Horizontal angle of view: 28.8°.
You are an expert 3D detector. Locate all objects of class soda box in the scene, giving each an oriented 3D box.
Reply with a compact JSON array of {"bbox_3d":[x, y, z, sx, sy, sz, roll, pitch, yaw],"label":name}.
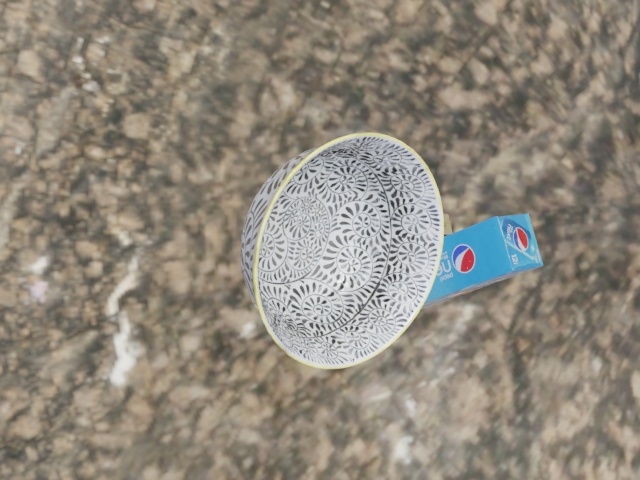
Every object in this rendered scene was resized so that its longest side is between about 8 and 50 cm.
[{"bbox_3d":[0.170,0.031,1.563,0.210,0.067,0.071,-24,78,43],"label":"soda box"}]

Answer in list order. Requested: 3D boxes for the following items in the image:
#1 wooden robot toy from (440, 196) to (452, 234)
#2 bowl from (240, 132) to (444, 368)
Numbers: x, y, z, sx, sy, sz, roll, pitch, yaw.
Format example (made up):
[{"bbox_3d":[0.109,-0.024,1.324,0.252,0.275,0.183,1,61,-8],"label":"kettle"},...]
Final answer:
[{"bbox_3d":[0.089,-0.039,1.657,0.079,0.173,0.076,-32,38,48],"label":"wooden robot toy"},{"bbox_3d":[0.000,0.000,0.892,0.080,0.170,0.170,20,97,48],"label":"bowl"}]
